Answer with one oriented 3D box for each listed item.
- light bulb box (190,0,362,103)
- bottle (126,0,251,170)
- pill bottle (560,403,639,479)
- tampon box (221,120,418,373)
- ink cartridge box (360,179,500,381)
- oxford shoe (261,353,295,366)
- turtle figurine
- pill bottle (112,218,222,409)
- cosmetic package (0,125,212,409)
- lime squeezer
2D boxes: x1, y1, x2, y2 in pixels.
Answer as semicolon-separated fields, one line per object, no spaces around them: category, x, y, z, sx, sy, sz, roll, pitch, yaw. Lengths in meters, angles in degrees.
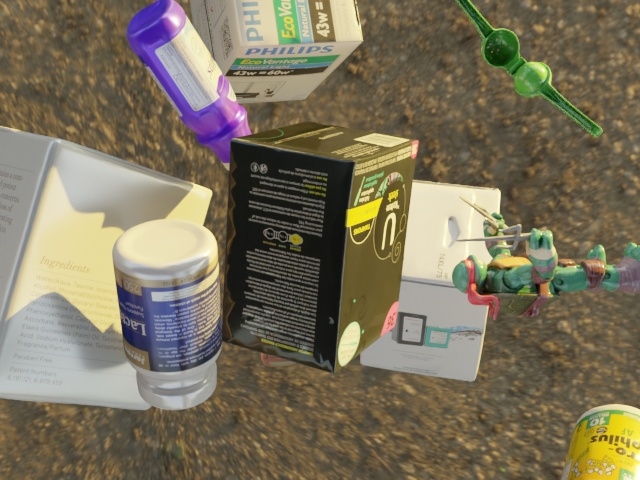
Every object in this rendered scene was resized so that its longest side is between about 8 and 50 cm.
light bulb box;-0.105;-0.474;1.757;0.225;0.361;0.358;-7;85;-19
bottle;-0.191;-0.234;1.466;0.092;0.118;0.283;-26;121;11
pill bottle;0.337;0.297;1.092;0.117;0.117;0.208;41;39;-2
tampon box;0.000;0.000;0.725;0.101;0.120;0.161;13;109;25
ink cartridge box;0.172;0.064;1.506;0.197;0.270;0.198;7;53;8
oxford shoe;-0.025;0.061;1.614;0.140;0.397;0.147;0;44;-27
turtle figurine;0.228;0.025;1.035;0.234;0.175;0.118;5;103;-18
pill bottle;-0.225;0.115;1.420;0.153;0.153;0.265;-6;120;-10
cosmetic package;-0.445;0.041;1.567;0.327;0.329;0.394;17;88;-48
lime squeezer;0.289;-0.260;1.349;0.059;0.110;0.310;-41;83;-9
